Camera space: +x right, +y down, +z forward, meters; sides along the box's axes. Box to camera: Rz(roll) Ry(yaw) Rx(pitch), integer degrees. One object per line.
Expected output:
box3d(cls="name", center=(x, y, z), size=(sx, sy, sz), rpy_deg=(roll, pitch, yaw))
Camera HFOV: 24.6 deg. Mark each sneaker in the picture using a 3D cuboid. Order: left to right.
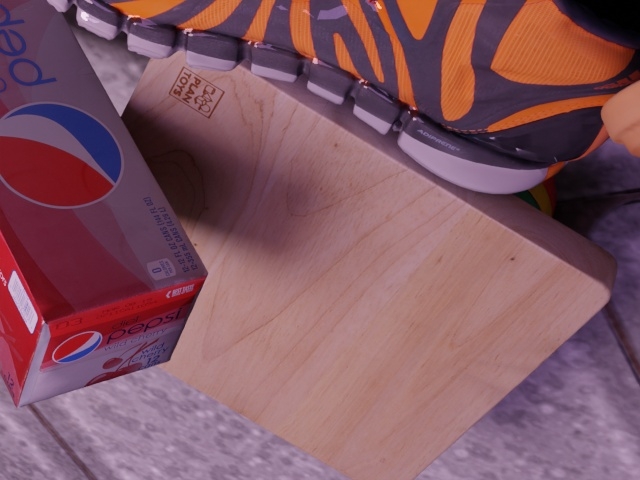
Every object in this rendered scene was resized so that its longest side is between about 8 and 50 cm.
box3d(cls="sneaker", center=(0.011, -0.143, 0.633), size=(0.321, 0.125, 0.180), rpy_deg=(21, 154, -11))

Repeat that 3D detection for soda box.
box3d(cls="soda box", center=(-0.160, -0.052, 0.749), size=(0.263, 0.092, 0.083), rpy_deg=(59, 146, 23))

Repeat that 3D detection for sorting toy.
box3d(cls="sorting toy", center=(0.000, 0.000, 0.829), size=(0.255, 0.089, 0.257), rpy_deg=(31, 138, -6))

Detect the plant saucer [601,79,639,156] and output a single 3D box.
box3d(cls="plant saucer", center=(0.215, -0.062, 0.590), size=(0.200, 0.200, 0.037), rpy_deg=(-18, 84, 39))
